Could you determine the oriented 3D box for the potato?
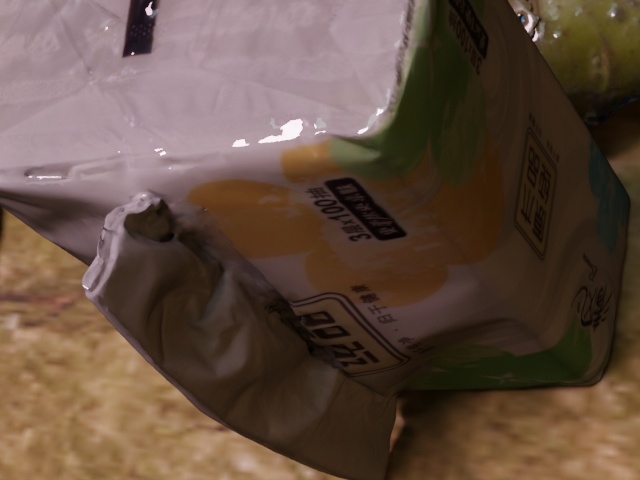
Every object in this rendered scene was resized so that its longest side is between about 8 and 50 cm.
[{"bbox_3d":[0.123,-0.119,0.599,0.198,0.054,0.119,-30,43,8],"label":"potato"}]

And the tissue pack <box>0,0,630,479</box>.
[{"bbox_3d":[0.000,0.000,0.509,0.159,0.229,0.145,-3,67,25],"label":"tissue pack"}]
